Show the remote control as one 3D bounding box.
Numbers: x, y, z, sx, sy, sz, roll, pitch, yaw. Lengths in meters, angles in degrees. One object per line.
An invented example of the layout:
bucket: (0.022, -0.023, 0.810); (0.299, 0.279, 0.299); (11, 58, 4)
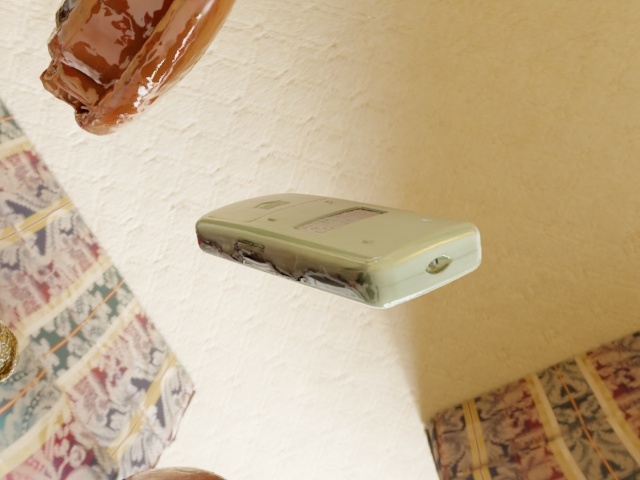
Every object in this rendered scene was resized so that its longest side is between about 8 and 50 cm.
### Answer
remote control: (0.000, 0.000, 0.721); (0.140, 0.296, 0.056); (-17, 109, -37)

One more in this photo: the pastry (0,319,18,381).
pastry: (-0.431, 0.134, 0.933); (0.109, 0.057, 0.097); (33, 78, 12)

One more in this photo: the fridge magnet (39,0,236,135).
fridge magnet: (-0.184, -0.285, 0.854); (0.155, 0.364, 0.364); (32, 107, -26)

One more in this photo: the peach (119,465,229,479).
peach: (-0.138, 0.283, 0.603); (0.153, 0.267, 0.159); (10, 107, -3)
